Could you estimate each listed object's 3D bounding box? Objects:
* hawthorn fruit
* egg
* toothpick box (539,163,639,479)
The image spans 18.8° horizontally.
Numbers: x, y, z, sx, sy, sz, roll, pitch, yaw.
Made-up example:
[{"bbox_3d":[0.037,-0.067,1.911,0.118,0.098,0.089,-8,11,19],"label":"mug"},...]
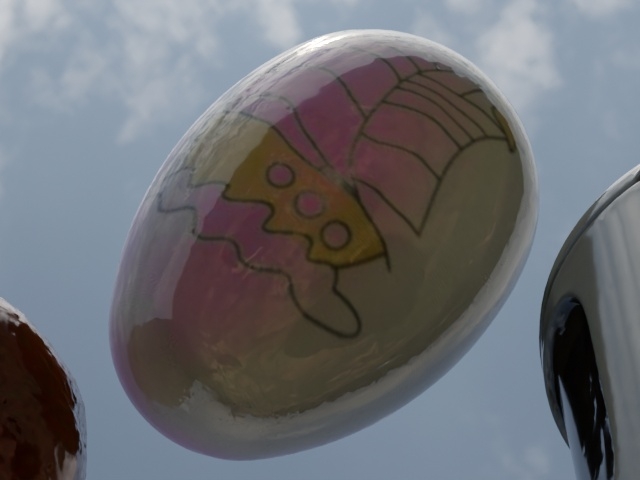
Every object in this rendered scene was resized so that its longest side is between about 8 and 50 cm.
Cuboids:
[{"bbox_3d":[-0.172,0.107,0.931,0.162,0.203,0.163,-2,-98,13],"label":"hawthorn fruit"},{"bbox_3d":[0.000,0.000,1.027,0.271,0.196,0.196,-31,-86,-40],"label":"egg"},{"bbox_3d":[0.208,0.108,0.737,0.229,0.229,0.316,36,-154,-19],"label":"toothpick box"}]
